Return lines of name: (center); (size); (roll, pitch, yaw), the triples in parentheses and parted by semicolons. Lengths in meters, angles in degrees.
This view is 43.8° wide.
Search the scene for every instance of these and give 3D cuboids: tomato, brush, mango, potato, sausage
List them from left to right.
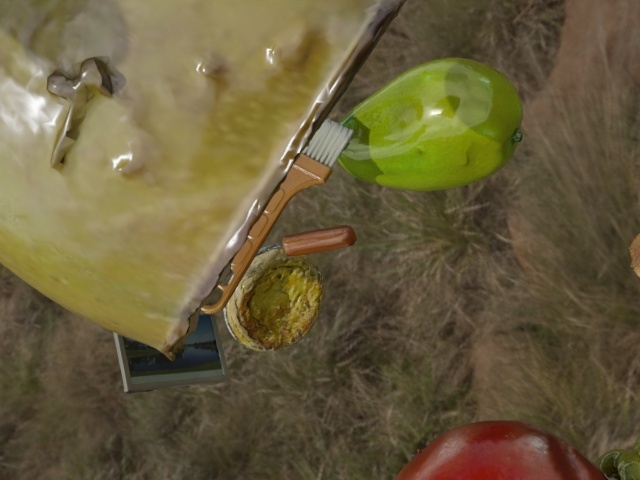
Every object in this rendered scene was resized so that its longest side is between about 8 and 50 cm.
potato: (-0.109, -0.178, 0.560); (0.442, 0.319, 0.385); (-63, 6, -35)
brush: (-0.070, -0.037, 1.044); (0.090, 0.017, 0.314); (28, 76, 18)
sausage: (0.000, 0.000, 1.413); (0.131, 0.039, 0.041); (-9, 13, 9)
mango: (0.157, -0.152, 1.120); (0.273, 0.185, 0.149); (-23, 42, 42)
tomato: (0.202, 0.376, 0.891); (0.338, 0.143, 0.338); (6, 103, 27)

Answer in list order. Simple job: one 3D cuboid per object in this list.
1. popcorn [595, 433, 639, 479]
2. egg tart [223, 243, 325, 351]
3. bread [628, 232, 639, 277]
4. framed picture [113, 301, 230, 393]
popcorn: (0.453, 0.327, 0.950); (0.255, 0.195, 0.256); (-5, 76, 22)
egg tart: (-0.101, 0.118, 1.660); (0.094, 0.234, 0.234); (25, 87, 56)
bread: (0.510, 0.024, 1.177); (0.070, 0.083, 0.077); (-55, 22, 41)
framed picture: (-0.183, 0.128, 0.977); (0.011, 0.149, 0.109); (-34, 65, 40)
